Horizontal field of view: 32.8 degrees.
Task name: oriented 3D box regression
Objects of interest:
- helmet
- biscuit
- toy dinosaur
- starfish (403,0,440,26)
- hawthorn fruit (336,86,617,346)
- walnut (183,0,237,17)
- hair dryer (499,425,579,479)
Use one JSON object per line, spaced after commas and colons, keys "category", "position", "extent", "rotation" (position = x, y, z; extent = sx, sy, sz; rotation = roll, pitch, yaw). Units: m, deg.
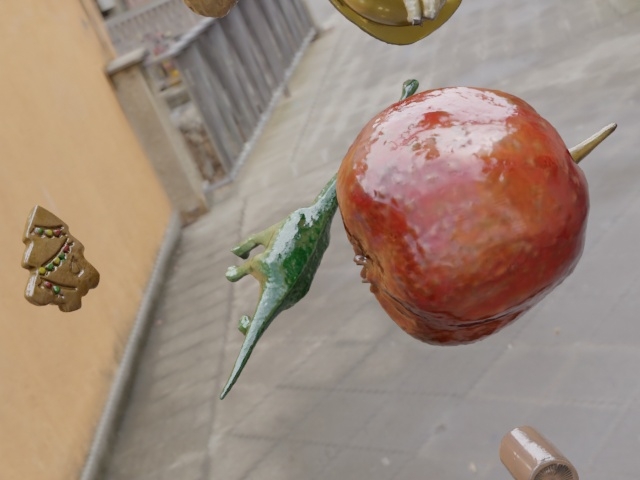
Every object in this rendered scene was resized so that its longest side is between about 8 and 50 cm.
{"category": "helmet", "position": [0.105, -0.375, 1.481], "extent": [0.205, 0.257, 0.140], "rotation": [-38, 22, 7]}
{"category": "biscuit", "position": [-0.217, 0.014, 0.893], "extent": [0.016, 0.092, 0.082], "rotation": [-16, 0, 33]}
{"category": "toy dinosaur", "position": [0.000, 0.000, 1.450], "extent": [0.301, 0.087, 0.447], "rotation": [-24, 40, 38]}
{"category": "starfish", "position": [0.095, -0.418, 1.119], "extent": [0.432, 0.324, 0.082], "rotation": [-39, 24, 0]}
{"category": "hawthorn fruit", "position": [0.183, -0.046, 1.198], "extent": [0.330, 0.287, 0.287], "rotation": [-28, 18, -1]}
{"category": "walnut", "position": [-0.130, -0.308, 1.262], "extent": [0.082, 0.096, 0.079], "rotation": [10, 51, 21]}
{"category": "hair dryer", "position": [0.271, 0.320, 1.300], "extent": [0.064, 0.182, 0.117], "rotation": [-18, 14, -6]}
